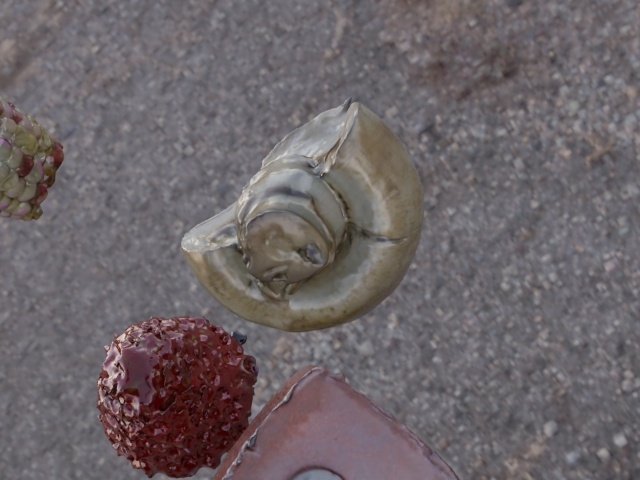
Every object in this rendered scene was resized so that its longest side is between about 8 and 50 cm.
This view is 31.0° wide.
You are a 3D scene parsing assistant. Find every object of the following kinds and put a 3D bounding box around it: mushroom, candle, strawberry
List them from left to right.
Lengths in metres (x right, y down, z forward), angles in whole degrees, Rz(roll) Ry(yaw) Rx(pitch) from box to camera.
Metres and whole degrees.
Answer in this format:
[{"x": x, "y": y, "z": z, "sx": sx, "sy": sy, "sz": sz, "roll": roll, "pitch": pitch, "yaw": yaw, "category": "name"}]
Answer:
[{"x": -0.196, "y": 0.192, "z": 1.492, "sx": 0.233, "sy": 0.178, "sz": 0.234, "roll": -2, "pitch": 77, "yaw": 7, "category": "strawberry"}, {"x": -0.002, "y": 0.290, "z": 1.366, "sx": 0.316, "sy": 0.287, "sz": 0.131, "roll": -9, "pitch": 1, "yaw": -9, "category": "candle"}, {"x": 0.000, "y": 0.000, "z": 1.168, "sx": 0.253, "sy": 0.189, "sz": 0.195, "roll": -41, "pitch": 15, "yaw": 17, "category": "mushroom"}]

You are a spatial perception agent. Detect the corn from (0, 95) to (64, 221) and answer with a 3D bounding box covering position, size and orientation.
[{"x": -0.280, "y": -0.091, "z": 0.737, "sx": 0.092, "sy": 0.280, "sz": 0.092, "roll": -25, "pitch": 51, "yaw": 34, "category": "corn"}]
